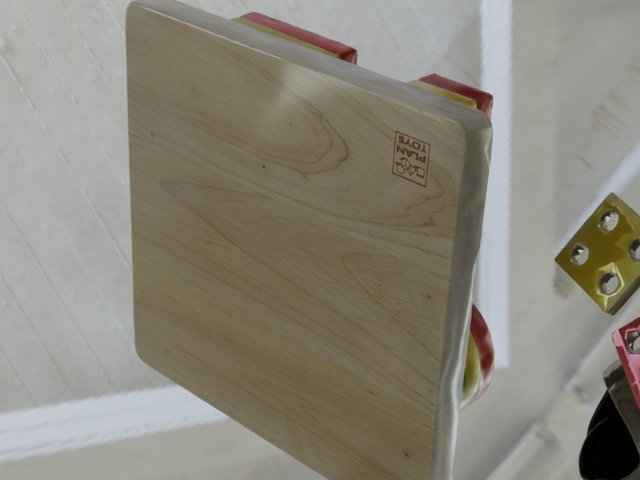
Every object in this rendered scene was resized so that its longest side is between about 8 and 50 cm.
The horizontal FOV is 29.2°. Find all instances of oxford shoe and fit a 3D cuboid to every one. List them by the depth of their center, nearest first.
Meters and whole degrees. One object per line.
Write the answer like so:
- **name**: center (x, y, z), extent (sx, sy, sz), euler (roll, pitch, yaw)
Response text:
- **oxford shoe**: center (0.200, 0.127, 0.731), extent (0.096, 0.082, 0.227), euler (-15, -44, 6)

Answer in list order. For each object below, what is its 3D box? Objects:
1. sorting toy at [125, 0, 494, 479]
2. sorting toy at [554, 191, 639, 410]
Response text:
- **sorting toy**: center (0.000, 0.000, 0.744), extent (0.089, 0.257, 0.255), euler (-25, -51, -41)
- **sorting toy**: center (0.215, -0.030, 0.539), extent (0.274, 0.132, 0.046), euler (-34, -39, 31)
